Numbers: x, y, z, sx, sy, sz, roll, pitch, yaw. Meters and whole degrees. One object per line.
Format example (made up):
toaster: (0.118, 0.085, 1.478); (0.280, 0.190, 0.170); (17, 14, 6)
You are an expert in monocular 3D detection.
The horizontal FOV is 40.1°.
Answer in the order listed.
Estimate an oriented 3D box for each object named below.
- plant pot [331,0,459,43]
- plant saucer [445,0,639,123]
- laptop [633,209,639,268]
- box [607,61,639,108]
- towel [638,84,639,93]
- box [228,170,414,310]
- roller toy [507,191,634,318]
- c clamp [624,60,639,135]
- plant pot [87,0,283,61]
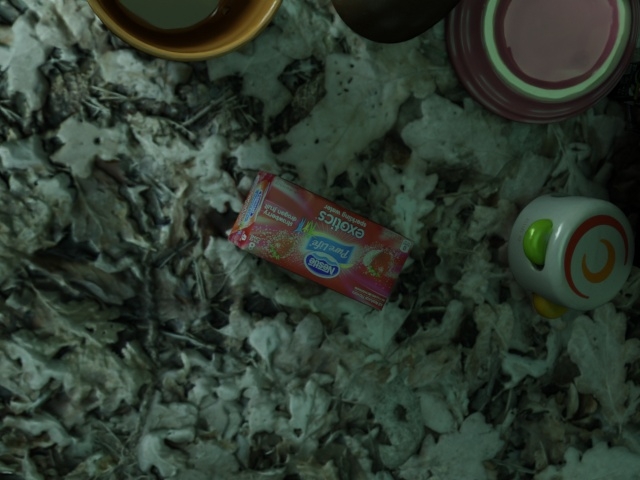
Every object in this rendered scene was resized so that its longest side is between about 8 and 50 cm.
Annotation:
plant pot: (0.145, -0.415, 1.323); (0.215, 0.230, 0.215); (-3, 99, -17)
plant saucer: (0.377, -0.356, 1.448); (0.332, 0.084, 0.332); (-1, 102, -6)
laptop: (0.677, -0.120, 1.447); (0.236, 0.408, 0.381); (7, 98, 0)
box: (0.559, -0.271, 1.542); (0.083, 0.052, 0.062); (13, 91, -22)
towel: (0.673, -0.279, 1.557); (0.275, 0.031, 0.199); (-44, 123, -19)
box: (0.000, 0.000, 1.395); (0.257, 0.122, 0.128); (25, 91, -19)
roller toy: (0.429, 0.018, 1.517); (0.191, 0.146, 0.209); (-36, 114, -16)
c clamp: (0.571, -0.261, 1.588); (0.137, 0.022, 0.160); (-20, 102, -19)
plant pot: (-0.203, -0.395, 1.234); (0.291, 0.203, 0.290); (-3, 99, -16)
